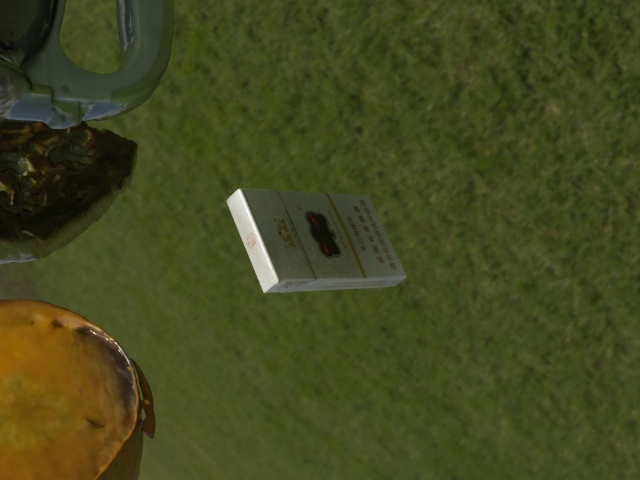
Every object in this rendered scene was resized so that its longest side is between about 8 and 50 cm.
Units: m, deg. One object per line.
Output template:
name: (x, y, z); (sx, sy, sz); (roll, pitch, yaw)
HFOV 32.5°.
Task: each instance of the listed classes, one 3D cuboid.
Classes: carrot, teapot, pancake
carrot: (-0.255, 0.219, 0.859); (0.224, 0.224, 0.341); (36, 138, 19)
teapot: (-0.304, -0.197, 0.949); (0.239, 0.239, 0.321); (-23, 163, 30)
pancake: (-0.411, -0.077, 1.209); (0.305, 0.427, 0.067); (39, 129, 12)

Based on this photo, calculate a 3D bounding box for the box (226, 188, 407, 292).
box: (0.000, 0.000, 0.948); (0.024, 0.167, 0.090); (-39, 65, 35)
